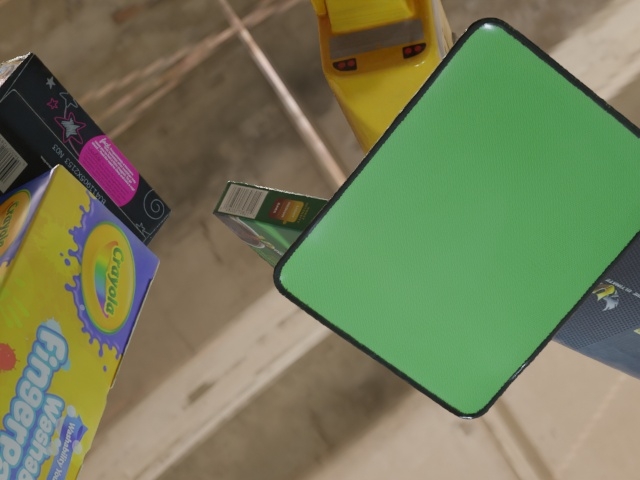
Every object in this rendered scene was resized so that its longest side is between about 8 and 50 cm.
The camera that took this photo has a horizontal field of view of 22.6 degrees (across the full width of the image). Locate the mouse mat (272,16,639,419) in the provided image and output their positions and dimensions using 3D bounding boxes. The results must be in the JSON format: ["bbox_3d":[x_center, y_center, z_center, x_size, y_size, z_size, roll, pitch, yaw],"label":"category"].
[{"bbox_3d":[0.086,-0.007,0.865,0.189,0.153,0.007,-50,-163,13],"label":"mouse mat"}]

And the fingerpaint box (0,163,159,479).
[{"bbox_3d":[-0.386,0.183,1.525,0.371,0.163,0.444,-24,-146,33],"label":"fingerpaint box"}]

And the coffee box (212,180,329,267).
[{"bbox_3d":[0.000,0.000,1.451,0.184,0.113,0.040,12,-112,42],"label":"coffee box"}]

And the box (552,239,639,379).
[{"bbox_3d":[0.248,0.031,1.093,0.183,0.233,0.059,-31,-138,49],"label":"box"}]

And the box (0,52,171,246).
[{"bbox_3d":[-0.319,-0.054,1.770,0.142,0.247,0.163,-11,-143,47],"label":"box"}]

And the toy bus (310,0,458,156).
[{"bbox_3d":[0.070,-0.161,1.494,0.108,0.332,0.130,-10,-117,12],"label":"toy bus"}]
